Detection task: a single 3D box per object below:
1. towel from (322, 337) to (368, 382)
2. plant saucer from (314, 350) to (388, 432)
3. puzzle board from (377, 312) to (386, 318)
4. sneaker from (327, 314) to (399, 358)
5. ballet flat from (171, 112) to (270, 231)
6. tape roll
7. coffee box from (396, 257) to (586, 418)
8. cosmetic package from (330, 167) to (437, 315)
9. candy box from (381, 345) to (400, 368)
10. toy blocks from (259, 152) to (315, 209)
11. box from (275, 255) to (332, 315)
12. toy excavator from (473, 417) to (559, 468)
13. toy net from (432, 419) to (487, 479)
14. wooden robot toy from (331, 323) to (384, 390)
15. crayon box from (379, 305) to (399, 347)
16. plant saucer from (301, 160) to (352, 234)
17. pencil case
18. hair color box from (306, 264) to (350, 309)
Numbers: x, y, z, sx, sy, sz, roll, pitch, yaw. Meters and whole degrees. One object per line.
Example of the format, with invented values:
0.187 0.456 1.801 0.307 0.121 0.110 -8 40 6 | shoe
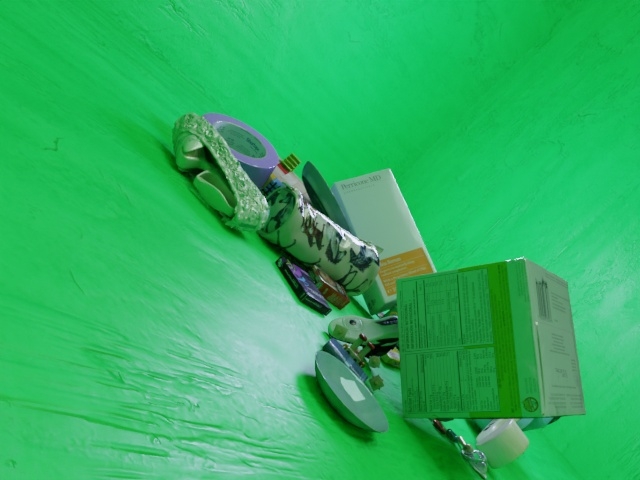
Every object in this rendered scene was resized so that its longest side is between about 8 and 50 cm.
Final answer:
0.052 0.266 1.308 0.119 0.029 0.067 47 8 11 | towel
0.047 0.291 1.130 0.195 0.037 0.195 45 8 -8 | plant saucer
0.232 0.280 2.201 0.096 0.011 0.128 47 8 14 | puzzle board
0.106 0.252 1.504 0.217 0.121 0.079 3 43 -24 | sneaker
-0.283 -0.182 1.537 0.409 0.147 0.147 48 9 20 | ballet flat
-0.270 -0.281 1.883 0.275 0.090 0.275 27 28 -16 | tape roll
0.410 0.259 1.467 0.337 0.334 0.338 21 62 -50 | coffee box
0.208 0.002 2.087 0.161 0.230 0.453 120 -50 -65 | cosmetic package
0.205 0.329 1.766 0.105 0.027 0.206 52 10 33 | candy box
-0.165 -0.192 2.096 0.381 0.191 0.261 46 20 0 | toy blocks
-0.044 0.118 1.567 0.116 0.029 0.162 36 13 -47 | box
0.570 0.554 1.872 0.222 0.445 0.433 54 -30 7 | toy excavator
0.364 0.514 1.577 0.232 0.045 0.122 50 9 32 | toy net
0.093 0.265 1.394 0.173 0.076 0.079 47 -2 13 | wooden robot toy
0.315 0.344 1.943 0.278 0.081 0.165 45 4 -40 | crayon box
0.016 -0.109 1.972 0.317 0.044 0.317 60 -5 9 | plant saucer
0.000 0.000 1.773 0.410 0.183 0.160 36 -11 -34 | pencil case
0.020 0.136 1.732 0.141 0.043 0.072 38 15 -38 | hair color box
